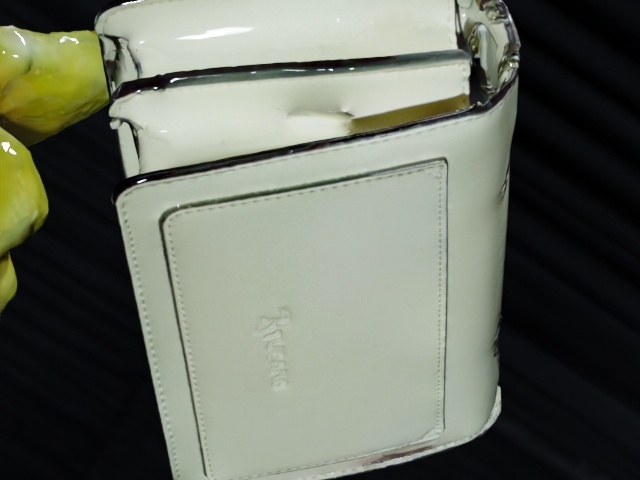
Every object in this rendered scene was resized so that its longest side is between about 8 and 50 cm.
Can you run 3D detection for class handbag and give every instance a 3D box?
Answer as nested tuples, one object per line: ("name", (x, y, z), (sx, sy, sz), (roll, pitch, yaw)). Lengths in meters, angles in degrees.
("handbag", (0.000, 0.000, 1.229), (0.358, 0.236, 0.160), (87, 177, -54))

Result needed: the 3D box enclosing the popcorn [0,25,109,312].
("popcorn", (-0.301, -0.037, 1.254), (0.325, 0.321, 0.290), (24, 100, 66))
